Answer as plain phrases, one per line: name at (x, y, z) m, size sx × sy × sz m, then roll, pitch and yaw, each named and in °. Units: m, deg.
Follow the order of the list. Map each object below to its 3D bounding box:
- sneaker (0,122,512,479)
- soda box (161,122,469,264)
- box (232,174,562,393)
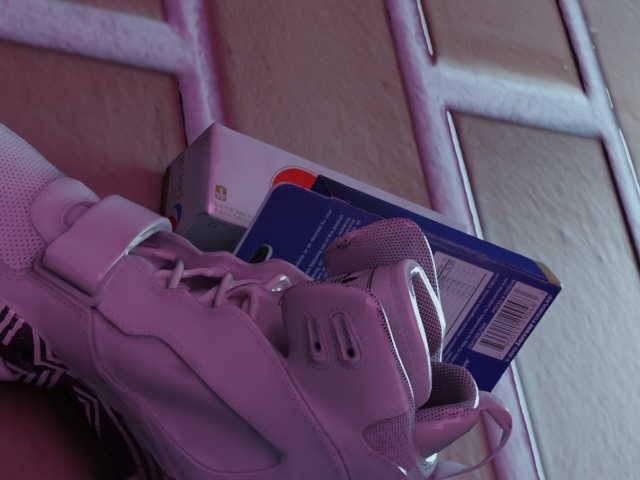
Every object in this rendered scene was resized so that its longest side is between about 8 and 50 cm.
sneaker at (-0.067, 0.026, 0.711) m, size 0.366 × 0.210 × 0.137 m, roll 51°, pitch 23°, yaw -5°
soda box at (0.000, 0.000, 0.895) m, size 0.216 × 0.069 × 0.074 m, roll 21°, pitch 53°, yaw -29°
box at (0.031, 0.043, 0.850) m, size 0.225 × 0.136 × 0.036 m, roll 20°, pitch 22°, yaw -30°
